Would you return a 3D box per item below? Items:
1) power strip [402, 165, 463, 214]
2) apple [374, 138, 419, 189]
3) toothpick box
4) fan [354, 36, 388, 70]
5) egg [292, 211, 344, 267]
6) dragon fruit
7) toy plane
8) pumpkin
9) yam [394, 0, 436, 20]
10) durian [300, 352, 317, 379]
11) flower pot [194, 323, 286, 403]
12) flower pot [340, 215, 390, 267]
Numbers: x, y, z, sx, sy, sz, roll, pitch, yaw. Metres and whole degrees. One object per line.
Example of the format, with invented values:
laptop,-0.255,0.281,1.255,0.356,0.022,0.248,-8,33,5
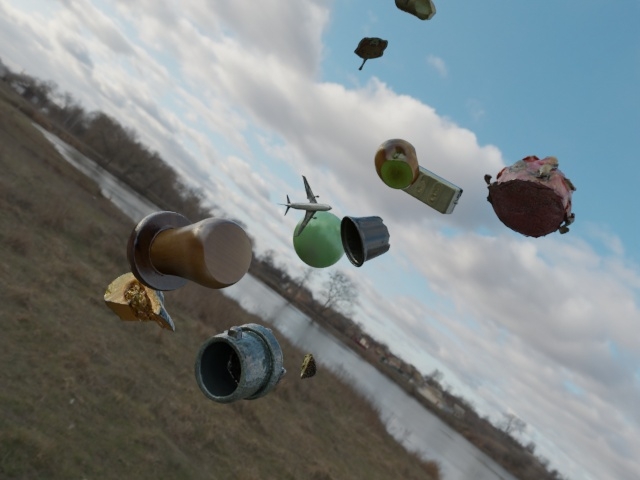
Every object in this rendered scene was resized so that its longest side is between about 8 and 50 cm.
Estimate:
power strip,0.387,-0.190,1.810,0.070,0.105,0.257,-5,33,-47
apple,0.254,-0.259,1.689,0.146,0.163,0.147,-7,-31,7
toothpick box,-0.303,0.026,1.143,0.294,0.192,0.192,0,-33,41
fan,0.206,-0.807,2.193,0.132,0.009,0.220,4,-20,-16
egg,0.000,0.000,2.012,0.220,0.220,0.269,35,-25,19
dragon fruit,0.819,-0.205,1.914,0.314,0.263,0.296,52,-34,-15
toy plane,-0.048,-0.121,1.798,0.226,0.226,0.058,6,0,29
pumpkin,-0.677,0.246,1.864,0.280,0.190,0.139,53,-15,40
yam,0.309,-0.775,1.656,0.146,0.070,0.070,43,-5,32
durian,-0.042,0.482,1.908,0.052,0.130,0.066,11,33,-18
flower pot,-0.294,0.441,1.874,0.299,0.299,0.283,34,14,29
flower pot,0.137,-0.007,1.499,0.157,0.107,0.157,166,-90,-70
